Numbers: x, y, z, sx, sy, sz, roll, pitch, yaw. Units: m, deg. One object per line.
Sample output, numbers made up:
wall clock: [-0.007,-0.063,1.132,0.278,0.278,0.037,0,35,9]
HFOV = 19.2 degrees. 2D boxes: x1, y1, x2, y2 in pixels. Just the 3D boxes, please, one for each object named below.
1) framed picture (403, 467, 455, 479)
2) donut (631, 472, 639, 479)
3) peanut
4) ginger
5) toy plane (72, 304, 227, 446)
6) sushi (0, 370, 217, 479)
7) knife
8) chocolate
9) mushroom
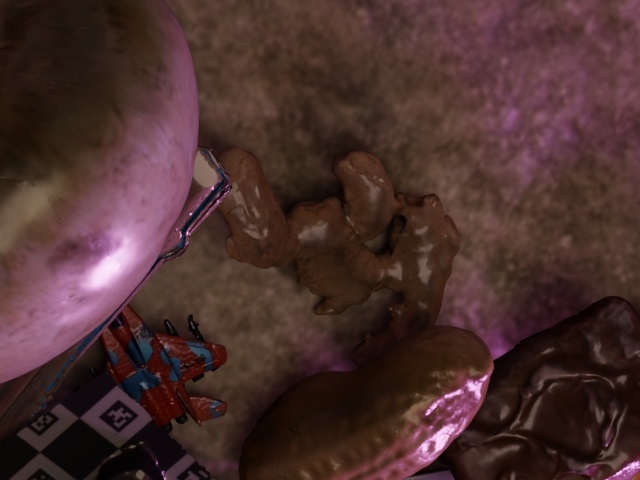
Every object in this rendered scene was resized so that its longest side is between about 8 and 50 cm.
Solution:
framed picture: [0.071,0.309,1.647,0.293,0.018,0.231,-7,105,-16]
donut: [0.307,0.151,1.654,0.166,0.073,0.184,23,96,-22]
peanut: [0.036,0.145,1.523,0.236,0.120,0.110,-36,95,17]
ginger: [0.011,-0.011,1.521,0.259,0.065,0.149,41,85,-30]
toy plane: [-0.151,0.084,1.499,0.130,0.061,0.189,-31,106,-8]
sushi: [-0.192,0.232,1.484,0.215,0.050,0.192,-37,119,10]
knife: [-0.190,0.064,1.446,0.089,0.043,0.365,33,109,-16]
chocolate: [0.192,0.150,1.563,0.214,0.093,0.148,-32,81,9]
mushroom: [-0.241,-0.055,1.289,0.260,0.352,0.352,39,89,-35]
